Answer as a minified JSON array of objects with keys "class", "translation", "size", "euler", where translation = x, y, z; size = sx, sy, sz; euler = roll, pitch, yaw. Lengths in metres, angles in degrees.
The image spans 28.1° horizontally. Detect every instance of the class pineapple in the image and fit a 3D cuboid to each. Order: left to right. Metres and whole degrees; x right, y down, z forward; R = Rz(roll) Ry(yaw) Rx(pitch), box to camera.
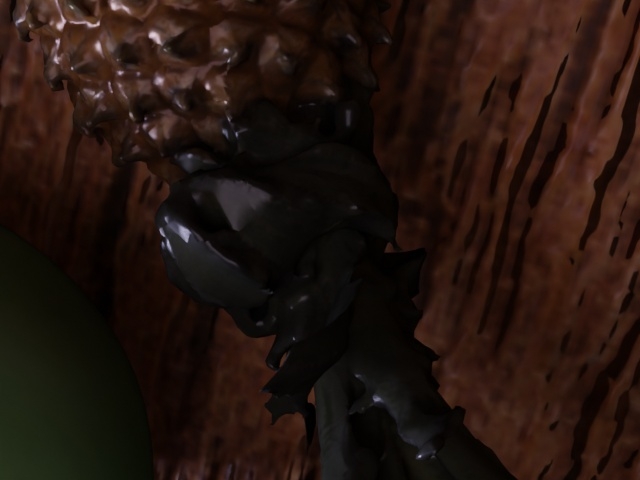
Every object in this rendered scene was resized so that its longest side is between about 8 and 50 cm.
[{"class":"pineapple","translation":[0.000,0.000,0.358],"size":[0.277,0.119,0.130],"euler":[67,152,10]}]

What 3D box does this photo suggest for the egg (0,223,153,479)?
[{"class":"egg","translation":[-0.190,0.081,0.444],"size":[0.270,0.220,0.220],"euler":[5,112,13]}]
